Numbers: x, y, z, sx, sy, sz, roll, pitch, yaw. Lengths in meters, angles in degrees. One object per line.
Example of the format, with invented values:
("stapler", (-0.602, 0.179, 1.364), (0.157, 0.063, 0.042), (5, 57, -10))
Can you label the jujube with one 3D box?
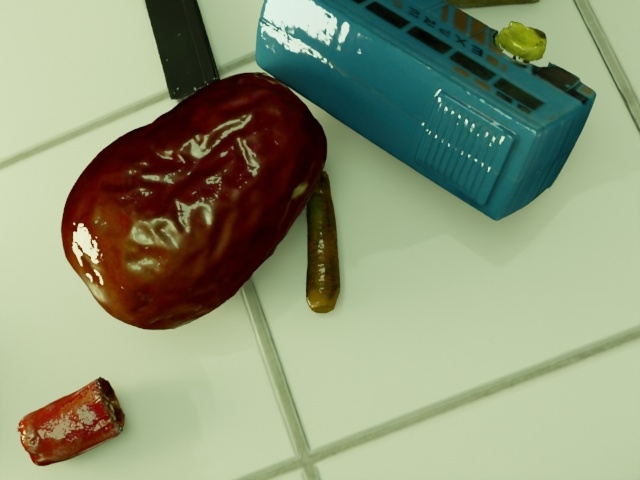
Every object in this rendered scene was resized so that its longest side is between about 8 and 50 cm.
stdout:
("jujube", (-0.141, -0.048, 1.116), (0.318, 0.223, 0.223), (-43, 71, -5))

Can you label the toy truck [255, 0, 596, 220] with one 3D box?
("toy truck", (0.104, -0.191, 1.094), (0.385, 0.161, 0.162), (36, 44, 19))

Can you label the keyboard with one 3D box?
("keyboard", (-0.189, -0.292, 1.286), (0.072, 0.023, 0.231), (-22, 71, 13))

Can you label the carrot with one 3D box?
("carrot", (0.000, 0.000, 1.158), (0.042, 0.042, 0.171), (-7, 71, 10))

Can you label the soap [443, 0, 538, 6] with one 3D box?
("soap", (0.183, -0.445, 1.213), (0.199, 0.091, 0.315), (-1, 76, 12))

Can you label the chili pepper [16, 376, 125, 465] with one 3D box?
("chili pepper", (-0.293, 0.214, 1.146), (0.123, 0.073, 0.070), (-25, 29, 2))
